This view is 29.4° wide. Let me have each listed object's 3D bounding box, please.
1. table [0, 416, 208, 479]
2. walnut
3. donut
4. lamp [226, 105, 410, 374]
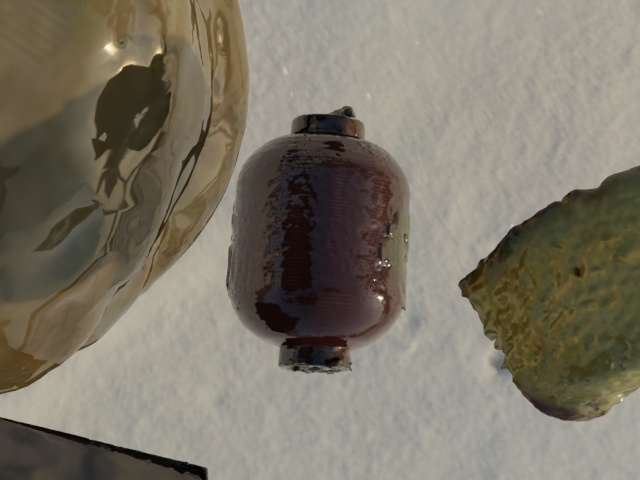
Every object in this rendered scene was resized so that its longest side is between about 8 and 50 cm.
[{"bbox_3d":[-0.256,0.343,1.098,0.250,0.196,0.282,16,108,-14],"label":"table"},{"bbox_3d":[-0.216,-0.082,0.699,0.381,0.381,0.381,-5,119,-10],"label":"walnut"},{"bbox_3d":[0.188,0.033,0.588,0.217,0.085,0.141,5,142,-26],"label":"donut"},{"bbox_3d":[0.000,0.000,1.171,0.180,0.180,0.258,8,77,-16],"label":"lamp"}]
